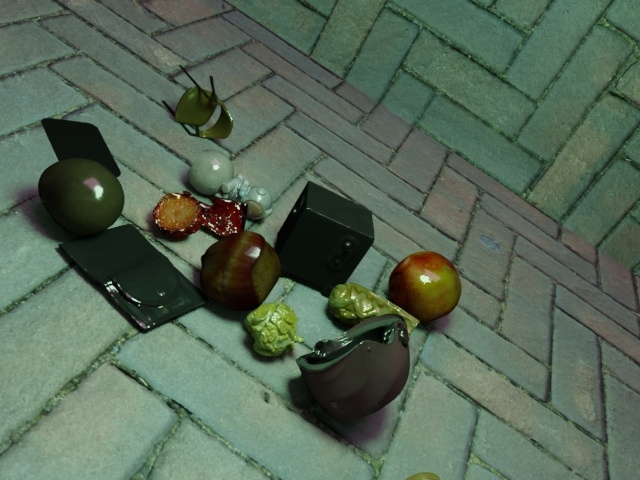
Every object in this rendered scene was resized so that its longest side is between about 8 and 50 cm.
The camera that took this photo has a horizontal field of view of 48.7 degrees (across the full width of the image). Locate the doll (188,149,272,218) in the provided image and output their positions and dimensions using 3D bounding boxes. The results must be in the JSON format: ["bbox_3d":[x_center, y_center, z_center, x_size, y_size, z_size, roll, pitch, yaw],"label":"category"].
[{"bbox_3d":[-0.273,-0.167,2.219,0.287,0.151,0.151,33,30,-7],"label":"doll"}]

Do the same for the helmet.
[{"bbox_3d":[0.106,0.324,1.773,0.338,0.271,0.197,-21,89,-59],"label":"helmet"}]

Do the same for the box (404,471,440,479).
[{"bbox_3d":[0.235,0.584,1.640,0.105,0.105,0.037,18,27,-23],"label":"box"}]

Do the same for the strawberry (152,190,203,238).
[{"bbox_3d":[-0.399,-0.066,1.983,0.145,0.086,0.145,3,68,-8],"label":"strawberry"}]

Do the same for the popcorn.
[{"bbox_3d":[-0.116,0.225,1.805,0.162,0.135,0.141,33,23,6],"label":"popcorn"}]

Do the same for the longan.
[{"bbox_3d":[-0.600,-0.113,1.786,0.220,0.196,0.196,30,27,25],"label":"longan"}]

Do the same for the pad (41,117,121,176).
[{"bbox_3d":[-0.711,-0.277,2.101,0.181,0.004,0.267,1,43,-42],"label":"pad"}]

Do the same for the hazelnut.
[{"bbox_3d":[-0.215,0.076,1.878,0.229,0.229,0.229,23,32,-16],"label":"hazelnut"}]

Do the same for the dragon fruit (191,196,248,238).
[{"bbox_3d":[-0.308,-0.070,2.071,0.192,0.122,0.092,24,47,-19],"label":"dragon fruit"}]

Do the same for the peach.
[{"bbox_3d":[0.333,0.145,2.250,0.231,0.231,0.231,23,32,-16],"label":"peach"}]

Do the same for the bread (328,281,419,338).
[{"bbox_3d":[0.145,0.219,2.060,0.268,0.130,0.152,32,-6,-1],"label":"bread"}]

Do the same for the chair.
[{"bbox_3d":[-0.424,-0.470,2.488,0.172,0.158,0.247,10,37,-37],"label":"chair"}]

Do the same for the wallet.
[{"bbox_3d":[-0.464,0.083,1.782,0.323,0.041,0.247,40,30,16],"label":"wallet"}]

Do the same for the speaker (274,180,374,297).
[{"bbox_3d":[0.000,0.000,2.112,0.232,0.254,0.184,25,31,-13],"label":"speaker"}]
